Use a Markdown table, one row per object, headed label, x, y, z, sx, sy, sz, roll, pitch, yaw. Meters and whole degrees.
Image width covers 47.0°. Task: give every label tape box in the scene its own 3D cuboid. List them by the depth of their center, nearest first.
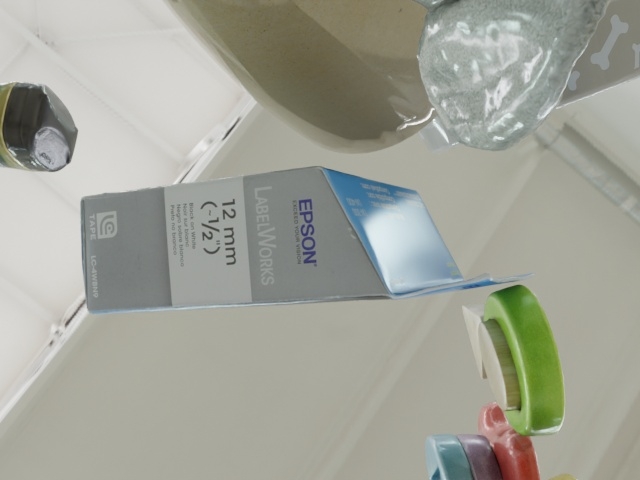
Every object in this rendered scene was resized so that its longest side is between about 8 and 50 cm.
| label | x | y | z | sx | sy | sz | roll | pitch | yaw |
| --- | --- | --- | --- | --- | --- | --- | --- | --- | --- |
| label tape box | 0.000 | 0.000 | 0.674 | 0.347 | 0.249 | 0.115 | -7 | -93 | 24 |

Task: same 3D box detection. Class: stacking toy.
| label | x | y | z | sx | sy | sz | roll | pitch | yaw |
| --- | --- | --- | --- | --- | --- | --- | --- | --- | --- |
| stacking toy | 0.139 | 0.193 | 0.691 | 0.130 | 0.309 | 0.280 | -10 | -97 | -2 |

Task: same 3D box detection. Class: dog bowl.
| label | x | y | z | sx | sy | sz | roll | pitch | yaw |
| --- | --- | --- | --- | --- | --- | --- | --- | --- | --- |
| dog bowl | 0.265 | -0.206 | 0.911 | 0.348 | 0.349 | 0.102 | -21 | -87 | -18 |

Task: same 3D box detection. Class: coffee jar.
| label | x | y | z | sx | sy | sz | roll | pitch | yaw |
| --- | --- | --- | --- | --- | --- | --- | --- | --- | --- |
| coffee jar | -0.344 | -0.116 | 0.735 | 0.184 | 0.096 | 0.079 | 4 | -107 | 7 |

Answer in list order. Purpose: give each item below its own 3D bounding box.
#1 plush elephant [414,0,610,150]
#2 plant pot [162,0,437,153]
| label | x | y | z | sx | sy | sz | roll | pitch | yaw |
| --- | --- | --- | --- | --- | --- | --- | --- | --- | --- |
| plush elephant | 0.129 | -0.192 | 0.351 | 0.330 | 0.255 | 0.272 | -6 | -103 | -40 |
| plant pot | -0.025 | -0.233 | 0.663 | 0.274 | 0.256 | 0.257 | 12 | -99 | -55 |
